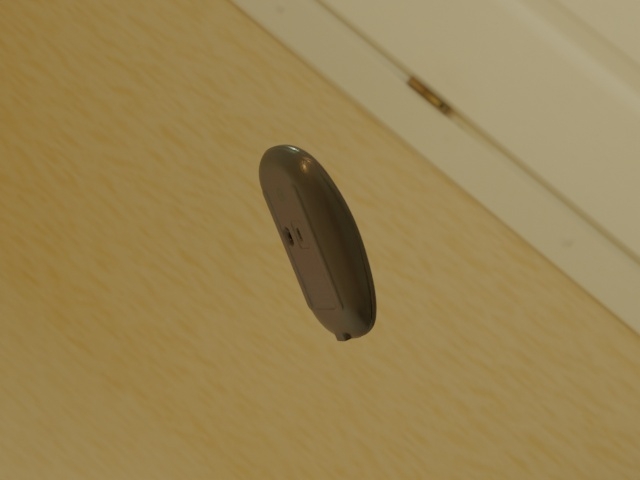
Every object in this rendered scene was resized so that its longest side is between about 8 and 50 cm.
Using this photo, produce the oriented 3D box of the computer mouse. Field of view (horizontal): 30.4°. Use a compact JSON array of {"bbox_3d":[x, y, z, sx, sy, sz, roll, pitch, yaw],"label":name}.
[{"bbox_3d":[0.001,-0.001,1.311,0.057,0.232,0.120,-27,9,-27],"label":"computer mouse"}]
